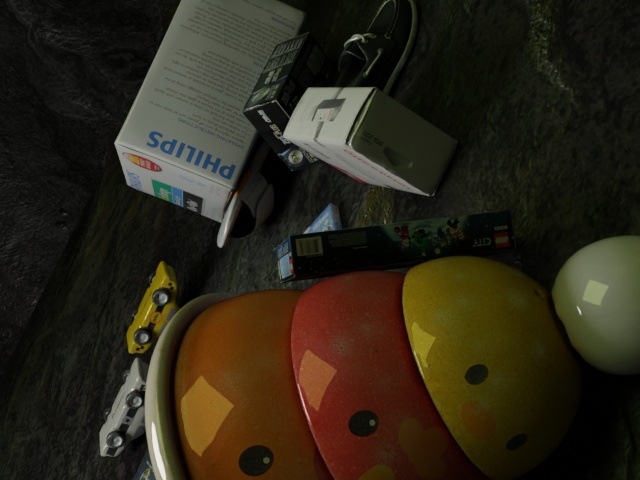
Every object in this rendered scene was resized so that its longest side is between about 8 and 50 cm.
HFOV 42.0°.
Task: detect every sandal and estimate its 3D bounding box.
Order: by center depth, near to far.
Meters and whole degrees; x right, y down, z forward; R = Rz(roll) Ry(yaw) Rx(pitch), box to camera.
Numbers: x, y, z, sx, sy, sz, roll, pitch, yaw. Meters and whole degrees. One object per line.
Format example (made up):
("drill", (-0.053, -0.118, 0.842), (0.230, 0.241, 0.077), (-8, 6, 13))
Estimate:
("sandal", (-0.117, -0.087, 1.559), (0.102, 0.076, 0.265), (120, 173, -48))

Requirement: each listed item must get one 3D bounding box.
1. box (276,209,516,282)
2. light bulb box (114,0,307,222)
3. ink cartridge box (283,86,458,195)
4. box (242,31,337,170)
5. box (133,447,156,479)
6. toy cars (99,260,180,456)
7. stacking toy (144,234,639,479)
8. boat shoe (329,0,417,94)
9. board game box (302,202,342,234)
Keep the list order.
("box", (0.074, 0.009, 0.915), (0.159, 0.233, 0.044), (143, 120, -81))
("light bulb box", (-0.213, -0.260, 1.613), (0.358, 0.225, 0.361), (139, 153, -78))
("ink cartridge box", (0.066, -0.144, 1.188), (0.092, 0.159, 0.218), (-63, 27, -1))
("box", (-0.034, -0.235, 1.420), (0.078, 0.147, 0.180), (-11, 44, 37))
("box", (-0.233, 0.398, 1.339), (0.233, 0.059, 0.183), (16, 81, 63))
("toy cars", (-0.341, 0.238, 1.663), (0.176, 0.087, 0.393), (-30, 44, 55))
("stacking toy", (0.110, 0.121, 0.771), (0.480, 0.350, 0.350), (-31, 38, 23))
("boat shoe", (0.074, -0.288, 1.382), (0.114, 0.091, 0.302), (-12, 55, 57))
("board game box", (0.000, 0.000, 1.330), (0.090, 0.020, 0.090), (-48, 28, 27))
